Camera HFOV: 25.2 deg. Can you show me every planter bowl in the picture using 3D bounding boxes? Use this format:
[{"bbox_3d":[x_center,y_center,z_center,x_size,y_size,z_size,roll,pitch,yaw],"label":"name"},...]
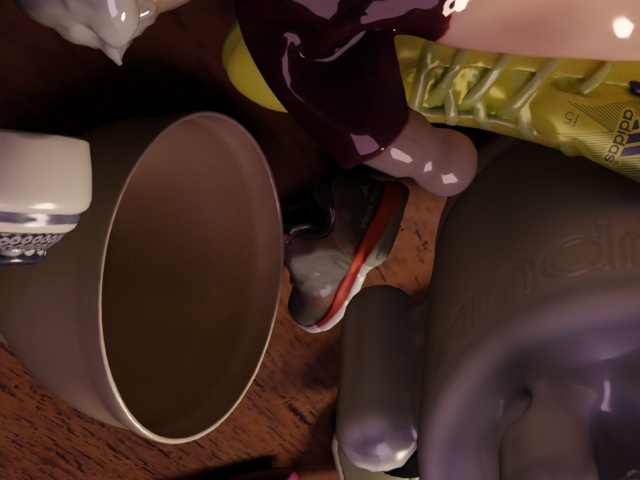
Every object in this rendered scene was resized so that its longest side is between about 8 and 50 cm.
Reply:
[{"bbox_3d":[-0.105,0.014,0.719,0.109,0.162,0.162,5,164,28],"label":"planter bowl"}]

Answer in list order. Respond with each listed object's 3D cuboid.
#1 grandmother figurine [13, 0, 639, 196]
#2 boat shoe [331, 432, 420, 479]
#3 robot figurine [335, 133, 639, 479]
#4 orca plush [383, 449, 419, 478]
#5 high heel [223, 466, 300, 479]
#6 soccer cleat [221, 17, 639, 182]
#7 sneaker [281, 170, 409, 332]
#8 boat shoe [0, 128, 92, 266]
[{"bbox_3d":[0.042,-0.114,0.540,0.343,0.207,0.104,0,-162,-9],"label":"grandmother figurine"},{"bbox_3d":[0.058,0.190,1.242,0.068,0.081,0.227,-49,160,-33],"label":"boat shoe"},{"bbox_3d":[0.154,0.050,0.720,0.300,0.353,0.199,-6,119,10],"label":"robot figurine"},{"bbox_3d":[0.129,0.113,1.017,0.287,0.102,0.151,-27,127,30],"label":"orca plush"},{"bbox_3d":[-0.201,0.271,1.303,0.377,0.127,0.181,-2,125,-11],"label":"high heel"},{"bbox_3d":[0.104,-0.078,0.632,0.289,0.121,0.093,-5,154,-14],"label":"soccer cleat"},{"bbox_3d":[0.000,0.000,0.851,0.065,0.061,0.158,22,146,-7],"label":"sneaker"},{"bbox_3d":[-0.233,0.036,0.561,0.341,0.158,0.127,-1,179,30],"label":"boat shoe"}]
